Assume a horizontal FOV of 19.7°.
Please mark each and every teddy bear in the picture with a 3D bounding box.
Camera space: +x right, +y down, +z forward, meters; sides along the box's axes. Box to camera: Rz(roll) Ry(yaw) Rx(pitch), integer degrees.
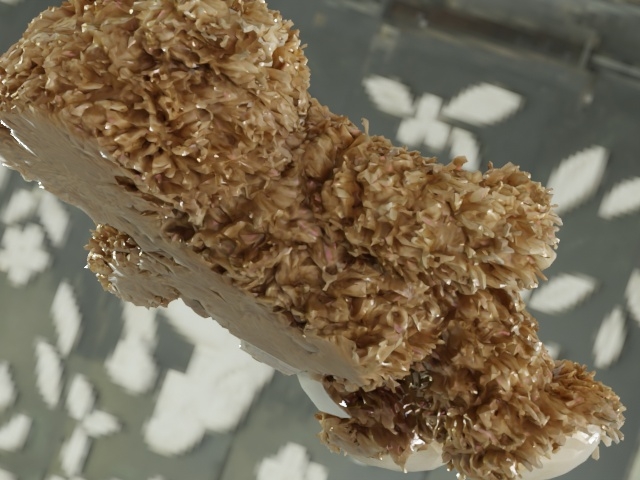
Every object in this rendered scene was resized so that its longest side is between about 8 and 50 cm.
[{"bbox_3d":[0.000,0.000,0.833,0.338,0.113,0.245,37,157,-14],"label":"teddy bear"}]
